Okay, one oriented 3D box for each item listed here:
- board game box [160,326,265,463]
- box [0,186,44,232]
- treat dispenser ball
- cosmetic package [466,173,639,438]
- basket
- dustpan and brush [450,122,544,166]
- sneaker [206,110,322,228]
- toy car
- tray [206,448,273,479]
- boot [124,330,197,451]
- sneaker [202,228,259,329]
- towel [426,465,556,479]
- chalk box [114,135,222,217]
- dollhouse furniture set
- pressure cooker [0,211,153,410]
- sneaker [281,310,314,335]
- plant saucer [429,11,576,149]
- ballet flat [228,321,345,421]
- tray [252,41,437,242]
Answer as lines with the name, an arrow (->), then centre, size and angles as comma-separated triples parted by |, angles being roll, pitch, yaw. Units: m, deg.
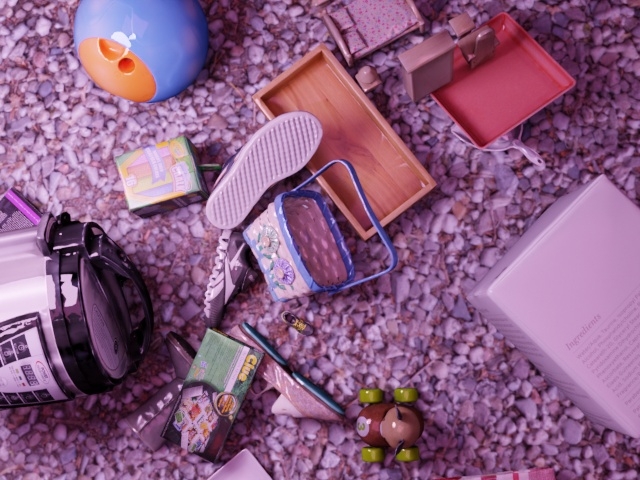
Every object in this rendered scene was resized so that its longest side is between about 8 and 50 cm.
board game box -> -0.230, 0.329, 1.795 | 0.136, 0.030, 0.260 | 26, 94, 9
box -> -0.712, -0.025, 1.910 | 0.116, 0.029, 0.162 | 40, 86, 17
treat dispenser ball -> -0.386, -0.442, 1.821 | 0.288, 0.288, 0.288 | 0, 84, 2
cosmetic package -> 0.561, 0.134, 1.706 | 0.393, 0.329, 0.327 | 45, 88, 5
basket -> 0.000, 0.000, 1.778 | 0.289, 0.201, 0.255 | -30, 82, 26
dustpan and brush -> 0.416, -0.235, 1.884 | 0.211, 0.060, 0.147 | 43, 87, 6
sneaker -> -0.129, -0.169, 1.837 | 0.321, 0.127, 0.126 | -42, 107, 11
toy car -> 0.149, 0.393, 1.763 | 0.148, 0.188, 0.155 | -2, 84, 2
tray -> -0.219, 0.593, 1.835 | 0.270, 0.030, 0.145 | -40, 83, -2
boot -> -0.345, 0.331, 1.853 | 0.208, 0.076, 0.190 | -39, 83, 4
sneaker -> -0.194, 0.090, 1.864 | 0.106, 0.078, 0.234 | 12, 82, 6
towel -> 0.357, 0.623, 1.810 | 0.328, 0.037, 0.237 | -7, 86, 3
chalk box -> -0.326, -0.146, 1.867 | 0.213, 0.132, 0.132 | -17, 84, -1
dollhouse furniture set -> 0.173, -0.507, 1.837 | 0.303, 0.174, 0.356 | -28, 75, 1
pressure cooker -> -0.556, 0.143, 1.705 | 0.420, 0.370, 0.376 | -10, 81, 0
sneaker -> -0.052, 0.187, 1.869 | 0.083, 0.035, 0.031 | 30, 87, 5
plant saucer -> 0.385, -0.350, 1.874 | 0.259, 0.048, 0.258 | -35, 64, -1
ballet flat -> -0.089, 0.313, 1.830 | 0.316, 0.107, 0.106 | 40, 91, 16
tray -> 0.052, -0.218, 1.891 | 0.202, 0.076, 0.411 | -38, 85, -2
